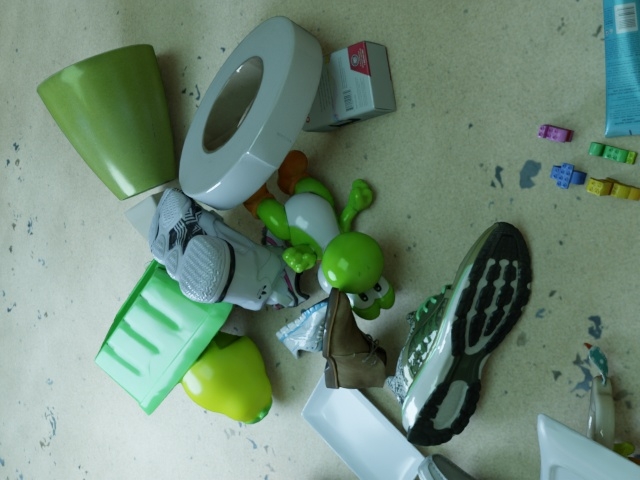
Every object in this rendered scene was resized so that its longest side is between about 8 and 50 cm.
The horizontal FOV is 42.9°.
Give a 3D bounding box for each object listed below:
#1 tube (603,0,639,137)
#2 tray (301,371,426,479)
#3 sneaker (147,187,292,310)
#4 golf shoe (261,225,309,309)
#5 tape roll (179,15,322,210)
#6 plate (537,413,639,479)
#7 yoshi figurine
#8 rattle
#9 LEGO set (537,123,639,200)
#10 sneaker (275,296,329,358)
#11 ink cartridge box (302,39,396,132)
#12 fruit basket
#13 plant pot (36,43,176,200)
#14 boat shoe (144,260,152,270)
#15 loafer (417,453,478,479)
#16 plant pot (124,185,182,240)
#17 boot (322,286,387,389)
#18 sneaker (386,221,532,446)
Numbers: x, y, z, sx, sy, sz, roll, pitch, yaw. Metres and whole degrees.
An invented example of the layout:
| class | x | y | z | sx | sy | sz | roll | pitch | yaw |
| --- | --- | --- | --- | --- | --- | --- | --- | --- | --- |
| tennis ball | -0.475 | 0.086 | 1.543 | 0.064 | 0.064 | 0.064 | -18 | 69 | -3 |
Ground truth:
| class | x | y | z | sx | sy | sz | roll | pitch | yaw |
| --- | --- | --- | --- | --- | --- | --- | --- | --- | --- |
| tube | 0.455 | -0.259 | 1.210 | 0.080 | 0.052 | 0.207 | 0 | 99 | 44 |
| tray | 0.083 | 0.374 | 1.573 | 0.270 | 0.030 | 0.145 | 42 | 117 | 29 |
| sneaker | -0.196 | 0.025 | 1.585 | 0.137 | 0.210 | 0.366 | -62 | 36 | 13 |
| golf shoe | -0.071 | 0.046 | 1.660 | 0.086 | 0.067 | 0.186 | -12 | 80 | 8 |
| tape roll | -0.141 | -0.242 | 1.554 | 0.392 | 0.072 | 0.392 | -40 | 35 | 36 |
| plate | 0.430 | 0.398 | 1.179 | 0.277 | 0.045 | 0.278 | 28 | 149 | 35 |
| yoshi figurine | 0.007 | -0.018 | 1.504 | 0.362 | 0.203 | 0.203 | 48 | 114 | 22 |
| rattle | 0.466 | 0.259 | 1.229 | 0.143 | 0.130 | 0.199 | 1 | 67 | 28 |
| LEGO set | 0.413 | -0.109 | 1.223 | 0.227 | 0.093 | 0.087 | 23 | 108 | 36 |
| sneaker | -0.007 | 0.174 | 1.614 | 0.191 | 0.071 | 0.083 | -43 | 73 | 42 |
| ink cartridge box | 0.042 | -0.284 | 1.525 | 0.175 | 0.072 | 0.127 | -11 | 87 | 39 |
| fruit basket | -0.246 | 0.216 | 1.732 | 0.392 | 0.283 | 0.392 | 3 | 124 | 4 |
| plant pot | -0.446 | -0.249 | 1.830 | 0.275 | 0.275 | 0.293 | -18 | 97 | 39 |
| boat shoe | -0.360 | 0.067 | 1.897 | 0.135 | 0.050 | 0.045 | -10 | 82 | 39 |
| loafer | 0.304 | 0.458 | 1.355 | 0.319 | 0.112 | 0.111 | 37 | 110 | 23 |
| plant pot | -0.360 | -0.052 | 1.857 | 0.109 | 0.109 | 0.096 | -27 | 89 | 37 |
| boot | 0.062 | 0.179 | 1.446 | 0.115 | 0.305 | 0.112 | 8 | 58 | 12 |
| sneaker | 0.208 | 0.140 | 1.394 | 0.182 | 0.158 | 0.410 | 41 | 114 | 49 |
